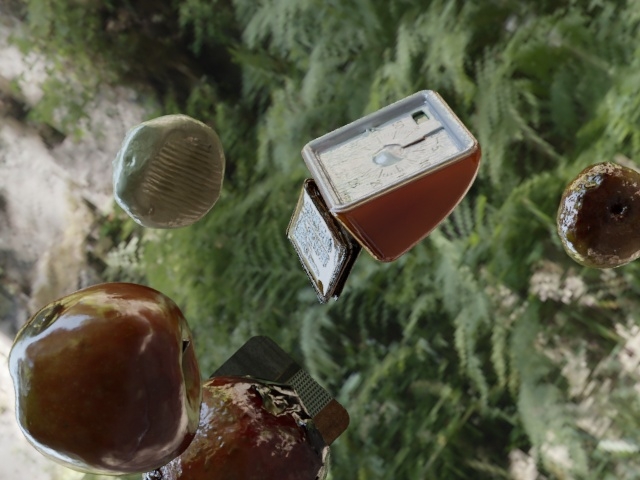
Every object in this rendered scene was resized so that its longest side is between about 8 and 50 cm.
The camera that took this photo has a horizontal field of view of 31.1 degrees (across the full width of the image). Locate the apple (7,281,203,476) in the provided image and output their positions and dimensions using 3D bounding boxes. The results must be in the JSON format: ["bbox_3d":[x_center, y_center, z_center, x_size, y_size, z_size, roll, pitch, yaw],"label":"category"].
[{"bbox_3d":[-0.244,0.160,1.297,0.230,0.230,0.230,-51,-14,-18],"label":"apple"}]

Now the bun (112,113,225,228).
[{"bbox_3d":[-0.279,-0.131,2.059,0.231,0.133,0.231,-22,-53,-33],"label":"bun"}]

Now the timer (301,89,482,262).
[{"bbox_3d":[0.131,-0.122,1.903,0.250,0.161,0.257,-37,31,8],"label":"timer"}]

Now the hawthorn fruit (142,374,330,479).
[{"bbox_3d":[-0.126,0.347,1.827,0.316,0.316,0.316,-51,-14,-18],"label":"hawthorn fruit"}]

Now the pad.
[{"bbox_3d":[-0.138,0.333,2.016,0.323,0.250,0.055,-35,-25,-33],"label":"pad"}]

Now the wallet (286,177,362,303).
[{"bbox_3d":[-0.002,0.000,2.152,0.042,0.195,0.161,-10,-37,-31],"label":"wallet"}]

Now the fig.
[{"bbox_3d":[0.438,-0.018,1.768,0.159,0.159,0.257,-53,-18,-10],"label":"fig"}]
